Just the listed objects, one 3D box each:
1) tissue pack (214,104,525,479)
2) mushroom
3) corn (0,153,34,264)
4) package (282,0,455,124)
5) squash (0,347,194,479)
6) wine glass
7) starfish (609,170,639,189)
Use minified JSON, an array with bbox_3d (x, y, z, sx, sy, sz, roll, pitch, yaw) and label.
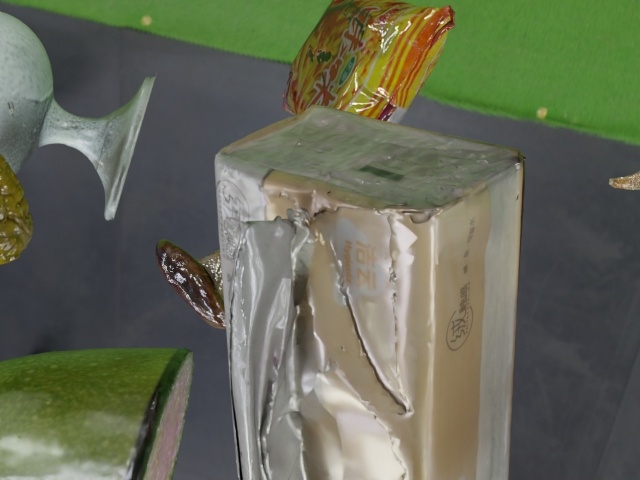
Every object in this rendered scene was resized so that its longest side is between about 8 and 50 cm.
[{"bbox_3d":[0.011,0.083,0.769,0.238,0.238,0.306,6,116,16],"label":"tissue pack"},{"bbox_3d":[-0.192,0.039,2.007,0.217,0.148,0.227,-43,78,-8],"label":"mushroom"},{"bbox_3d":[-0.381,-0.097,0.926,0.119,0.119,0.322,-13,131,25],"label":"corn"},{"bbox_3d":[0.049,-0.195,1.152,0.108,0.288,0.223,22,110,-29],"label":"package"},{"bbox_3d":[-0.327,0.236,1.152,0.308,0.310,0.310,14,122,2],"label":"squash"},{"bbox_3d":[-0.378,-0.158,1.233,0.322,0.238,0.238,14,124,-12],"label":"wine glass"},{"bbox_3d":[0.641,-0.104,1.789,0.295,0.048,0.231,-23,133,-7],"label":"starfish"}]
